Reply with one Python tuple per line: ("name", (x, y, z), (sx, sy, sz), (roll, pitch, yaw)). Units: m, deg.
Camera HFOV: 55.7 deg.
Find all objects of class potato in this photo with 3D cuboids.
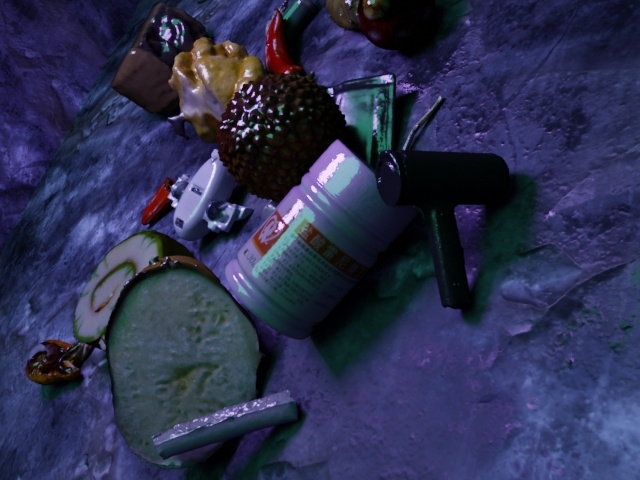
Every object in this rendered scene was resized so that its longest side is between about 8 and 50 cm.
("potato", (-0.281, 0.224, 1.258), (0.296, 0.290, 0.396), (158, 97, -77))
("potato", (0.084, -0.614, 1.543), (0.149, 0.113, 0.251), (-52, 28, 17))

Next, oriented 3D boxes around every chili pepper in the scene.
("chili pepper", (-0.102, -0.488, 1.637), (0.368, 0.092, 0.137), (-115, 35, -40))
("chili pepper", (-0.490, -0.105, 1.830), (0.169, 0.065, 0.088), (-45, 22, 22))

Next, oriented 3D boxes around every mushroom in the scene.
("mushroom", (0.158, -0.168, 1.189), (0.286, 0.028, 0.026), (-51, 37, -3))

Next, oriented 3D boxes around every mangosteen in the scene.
("mangosteen", (0.158, -0.516, 1.310), (0.200, 0.200, 0.199), (-28, 45, 32))

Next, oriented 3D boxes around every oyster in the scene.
("oyster", (-0.135, -0.675, 1.876), (0.108, 0.053, 0.165), (8, 69, 57))

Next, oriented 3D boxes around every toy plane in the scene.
("toy plane", (-0.280, -0.116, 1.551), (0.267, 0.123, 0.266), (-12, 63, 25))

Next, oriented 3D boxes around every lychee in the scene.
("lychee", (-0.083, -0.203, 1.177), (0.268, 0.267, 0.267), (-28, 45, 32))

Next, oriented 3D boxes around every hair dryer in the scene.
("hair dryer", (0.197, -0.017, 0.939), (0.089, 0.197, 0.251), (152, 114, -70))

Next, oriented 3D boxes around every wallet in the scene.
("wallet", (0.013, -0.233, 1.308), (0.323, 0.041, 0.247), (-3, 71, 29))

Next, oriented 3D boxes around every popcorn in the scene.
("popcorn", (-0.254, -0.395, 1.645), (0.316, 0.297, 0.281), (24, 52, 16))

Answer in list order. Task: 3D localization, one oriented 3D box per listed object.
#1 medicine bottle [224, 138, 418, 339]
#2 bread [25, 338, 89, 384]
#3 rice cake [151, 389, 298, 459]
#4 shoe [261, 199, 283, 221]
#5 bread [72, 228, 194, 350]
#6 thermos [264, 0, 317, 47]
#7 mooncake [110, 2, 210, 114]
("medicine bottle", (0.000, 0.000, 1.084), (0.316, 0.202, 0.202), (-49, 37, 9))
("bread", (-0.762, 0.353, 1.762), (0.269, 0.095, 0.139), (-8, 58, 28))
("rice cake", (-0.167, 0.327, 1.067), (0.270, 0.055, 0.049), (-17, 19, 2))
("shoe", (-0.066, -0.060, 1.291), (0.251, 0.100, 0.103), (20, 78, 55))
("bread", (-0.476, 0.154, 1.556), (0.366, 0.129, 0.381), (-38, 41, 18))
("thermos", (-0.097, -0.632, 1.783), (0.187, 0.073, 0.083), (-50, 39, 8))
("mooncake", (-0.558, -0.652, 2.160), (0.394, 0.246, 0.393), (-60, 29, -6))
